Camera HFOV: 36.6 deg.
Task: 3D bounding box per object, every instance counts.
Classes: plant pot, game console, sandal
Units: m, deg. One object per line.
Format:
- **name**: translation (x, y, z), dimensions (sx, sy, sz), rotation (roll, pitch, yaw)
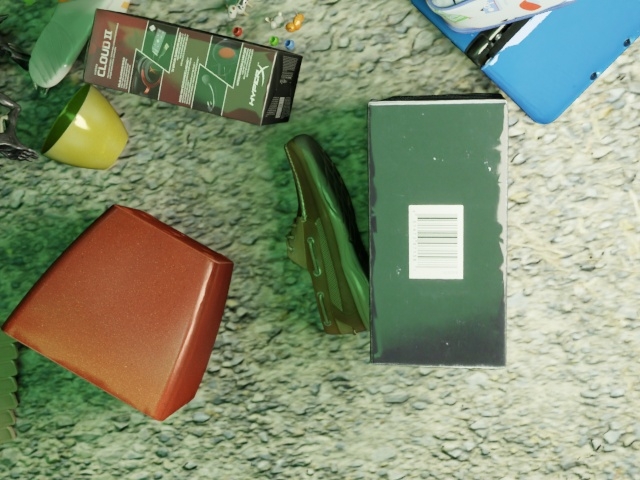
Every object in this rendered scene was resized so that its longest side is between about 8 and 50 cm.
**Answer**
- **plant pot**: translation (-0.359, -0.165, 1.514), dimensions (0.095, 0.134, 0.134), rotation (35, 105, -26)
- **plant pot**: translation (-0.273, 0.092, 1.479), dimensions (0.267, 0.267, 0.236), rotation (30, 91, 3)
- **game console**: translation (0.325, -0.367, 1.410), dimensions (0.293, 0.173, 0.250), rotation (-46, 59, 13)
- **sandal**: translation (-0.357, -0.348, 1.497), dimensions (0.102, 0.076, 0.265), rotation (34, 92, 26)

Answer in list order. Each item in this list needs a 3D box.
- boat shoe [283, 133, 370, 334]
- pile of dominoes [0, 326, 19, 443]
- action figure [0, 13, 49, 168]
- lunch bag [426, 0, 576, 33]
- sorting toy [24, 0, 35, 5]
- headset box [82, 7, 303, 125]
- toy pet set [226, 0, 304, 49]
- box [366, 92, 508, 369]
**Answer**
- **boat shoe**: translation (0.000, 0.000, 1.480), dimensions (0.116, 0.123, 0.324), rotation (-19, 95, 14)
- **pile of dominoes**: translation (-0.606, 0.235, 1.671), dimensions (0.195, 0.040, 0.251), rotation (10, 109, 7)
- **action figure**: translation (-0.516, -0.241, 1.516), dimensions (0.164, 0.141, 0.276), rotation (-19, 70, 20)
- **lunch bag**: translation (0.235, -0.446, 1.315), dimensions (0.243, 0.115, 0.304), rotation (-13, 73, 30)
- **sorting toy**: translation (-0.342, -0.482, 1.460), dimensions (0.347, 0.047, 0.196), rotation (-31, 57, 14)
- **headset box**: translation (-0.192, -0.254, 1.415), dimensions (0.293, 0.218, 0.110), rotation (14, 100, 7)
- **toy pet set**: translation (-0.085, -0.357, 1.436), dimensions (0.122, 0.065, 0.114), rotation (19, 88, 34)
- **box**: translation (0.170, -0.031, 1.347), dimensions (0.178, 0.312, 0.343), rotation (0, 100, 9)
